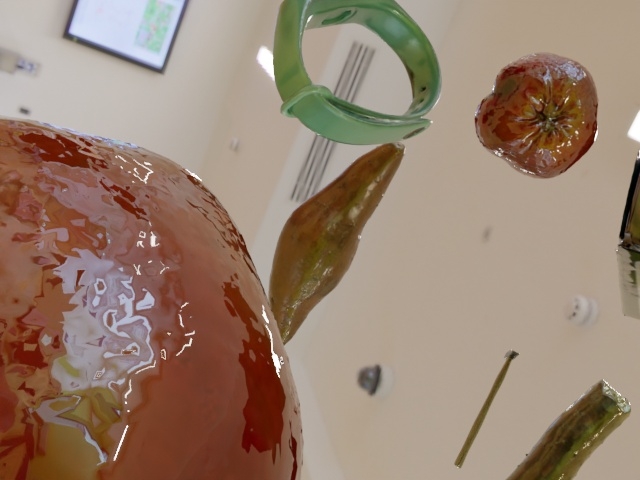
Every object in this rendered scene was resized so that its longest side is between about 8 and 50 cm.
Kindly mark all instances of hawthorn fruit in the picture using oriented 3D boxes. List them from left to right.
[{"bbox_3d":[-0.147,0.080,0.428,0.311,0.295,0.295,11,-97,49],"label":"hawthorn fruit"},{"bbox_3d":[0.153,-0.090,0.605,0.093,0.093,0.093,-162,-90,-72],"label":"hawthorn fruit"}]

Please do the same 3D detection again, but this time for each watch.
[{"bbox_3d":[0.038,-0.201,0.981,0.068,0.237,0.195,-27,-95,46],"label":"watch"}]

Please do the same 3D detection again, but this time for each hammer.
[{"bbox_3d":[0.252,0.255,1.301,0.199,0.013,0.062,-61,173,-13],"label":"hammer"}]

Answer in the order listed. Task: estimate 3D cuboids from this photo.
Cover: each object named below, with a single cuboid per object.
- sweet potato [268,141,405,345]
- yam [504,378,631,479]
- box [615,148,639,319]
[{"bbox_3d":[-0.003,0.004,1.223,0.359,0.112,0.112,-64,-161,8],"label":"sweet potato"},{"bbox_3d":[0.308,0.323,1.186,0.317,0.071,0.067,-46,178,-5],"label":"yam"},{"bbox_3d":[0.476,0.030,0.783,0.420,0.373,0.138,34,72,-67],"label":"box"}]
